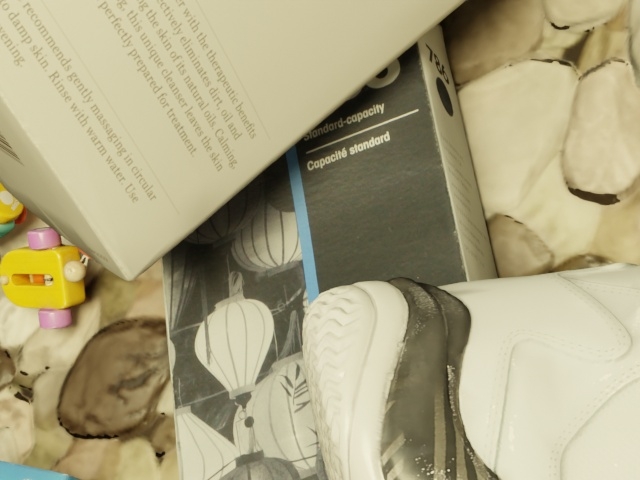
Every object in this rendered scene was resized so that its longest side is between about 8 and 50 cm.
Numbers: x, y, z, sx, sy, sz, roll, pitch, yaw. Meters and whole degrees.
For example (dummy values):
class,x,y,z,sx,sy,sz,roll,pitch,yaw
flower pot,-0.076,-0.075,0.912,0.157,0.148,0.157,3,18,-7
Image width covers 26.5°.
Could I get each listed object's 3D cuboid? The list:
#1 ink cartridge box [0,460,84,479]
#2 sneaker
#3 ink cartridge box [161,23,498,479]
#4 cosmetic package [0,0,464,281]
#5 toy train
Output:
class,x,y,z,sx,sy,sz,roll,pitch,yaw
ink cartridge box,-0.179,0.205,0.695,0.104,0.060,0.180,5,69,29
sneaker,0.137,0.152,0.466,0.210,0.137,0.366,-17,60,-6
ink cartridge box,0.000,0.000,0.697,0.165,0.065,0.333,-21,58,19
cosmetic package,-0.028,-0.181,0.648,0.365,0.197,0.155,-41,38,-17
toy train,-0.158,-0.023,0.779,0.166,0.046,0.125,30,116,27
